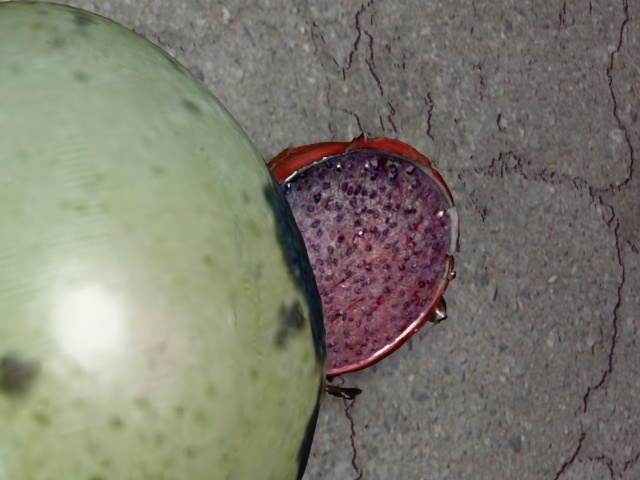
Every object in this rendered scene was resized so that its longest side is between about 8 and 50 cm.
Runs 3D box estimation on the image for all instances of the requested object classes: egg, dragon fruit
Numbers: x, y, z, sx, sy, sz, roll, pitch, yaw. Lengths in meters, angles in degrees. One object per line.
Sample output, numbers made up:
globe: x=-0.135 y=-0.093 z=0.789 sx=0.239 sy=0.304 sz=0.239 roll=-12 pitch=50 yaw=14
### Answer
egg: x=-0.174 y=0.048 z=1.022 sx=0.345 sy=0.345 sz=0.428 roll=-9 pitch=78 yaw=-39
dragon fruit: x=0.001 y=-0.004 z=1.314 sx=0.218 sy=0.148 sz=0.224 roll=-43 pitch=125 yaw=-1
